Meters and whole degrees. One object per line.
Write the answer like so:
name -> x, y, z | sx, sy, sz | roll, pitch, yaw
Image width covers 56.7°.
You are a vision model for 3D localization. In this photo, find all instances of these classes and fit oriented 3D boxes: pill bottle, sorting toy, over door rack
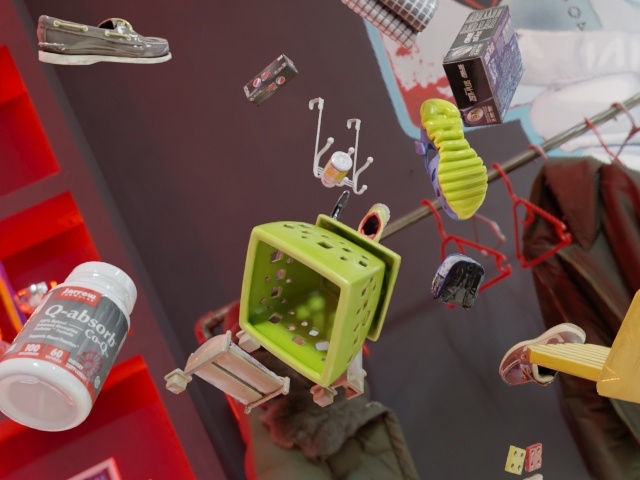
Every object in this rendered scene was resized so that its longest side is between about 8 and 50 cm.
pill bottle -> 0.044, -0.206, 1.758 | 0.065, 0.065, 0.116 | -21, -16, -30
pill bottle -> -0.561, 0.223, 1.345 | 0.210, 0.210, 0.363 | -34, 26, 26
sorting toy -> 0.370, 0.516, 1.139 | 0.132, 0.274, 0.046 | -2, 3, -40
over door rack -> 0.078, -0.355, 2.186 | 0.108, 0.324, 0.239 | -20, -26, 39

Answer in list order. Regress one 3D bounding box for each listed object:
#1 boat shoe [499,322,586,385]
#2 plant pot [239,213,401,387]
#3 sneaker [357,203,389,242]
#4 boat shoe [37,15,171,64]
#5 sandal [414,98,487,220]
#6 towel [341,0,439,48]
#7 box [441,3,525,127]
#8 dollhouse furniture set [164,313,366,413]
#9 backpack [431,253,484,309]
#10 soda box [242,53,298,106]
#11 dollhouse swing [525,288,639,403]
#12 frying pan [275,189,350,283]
boat shoe -> 0.680, 0.386, 1.856 | 0.342, 0.123, 0.123 | -48, 8, 45
plant pot -> 0.008, 0.089, 1.095 | 0.207, 0.227, 0.228 | -23, -46, -46
sneaker -> 0.128, -0.004, 1.682 | 0.094, 0.081, 0.208 | -32, -39, -71
boat shoe -> -0.484, -0.459, 1.363 | 0.324, 0.117, 0.096 | -18, -60, -45
sandal -> 0.304, -0.181, 1.426 | 0.126, 0.317, 0.138 | -1, -29, -13
towel -> 0.164, -0.590, 1.389 | 0.121, 0.235, 0.283 | -51, 10, 36
box -> 0.312, -0.328, 1.122 | 0.078, 0.147, 0.180 | 2, 48, 37
dollhouse furniture set -> -0.123, 0.279, 1.387 | 0.355, 0.303, 0.173 | -32, 31, 28
backpack -> 0.324, 0.090, 1.410 | 0.084, 0.105, 0.114 | -118, 47, -67
soda box -> -0.155, -0.490, 1.823 | 0.169, 0.053, 0.060 | -34, -30, 20
dollhouse swing -> 0.647, 0.165, 1.194 | 0.347, 0.305, 0.315 | 5, -73, -37
frying pan -> 0.018, 0.023, 1.658 | 0.326, 0.197, 0.053 | -42, -15, -5
